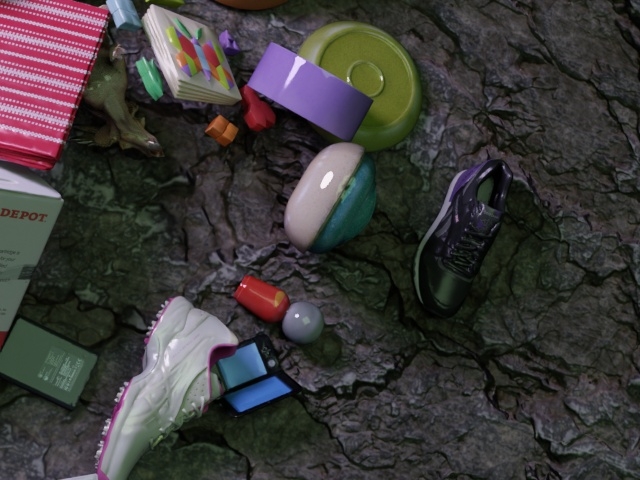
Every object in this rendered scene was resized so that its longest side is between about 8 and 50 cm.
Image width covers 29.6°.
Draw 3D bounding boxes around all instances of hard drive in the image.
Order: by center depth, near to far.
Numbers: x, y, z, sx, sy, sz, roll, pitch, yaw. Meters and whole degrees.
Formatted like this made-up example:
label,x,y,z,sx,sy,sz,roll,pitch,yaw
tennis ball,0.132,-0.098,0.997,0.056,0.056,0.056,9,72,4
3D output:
label,x,y,z,sx,sy,sz,roll,pitch,yaw
hard drive,-0.402,0.178,1.764,0.135,0.022,0.094,28,68,-12

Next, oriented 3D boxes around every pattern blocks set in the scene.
label,x,y,z,sx,sy,sz,roll,pitch,yaw
pattern blocks set,-0.192,-0.277,1.852,0.285,0.026,0.325,62,25,3

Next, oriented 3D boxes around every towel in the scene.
label,x,y,z,sx,sy,sz,roll,pitch,yaw
towel,-0.416,-0.229,1.655,0.199,0.031,0.275,13,59,-1

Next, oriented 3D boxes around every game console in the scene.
label,x,y,z,sx,sy,sz,roll,pitch,yaw
game console,-0.107,0.204,1.845,0.122,0.071,0.107,-19,84,-25

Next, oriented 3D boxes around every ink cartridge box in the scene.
label,x,y,z,sx,sy,sz,roll,pitch,yaw
ink cartridge box,-0.491,0.024,1.608,0.197,0.114,0.273,9,113,-49

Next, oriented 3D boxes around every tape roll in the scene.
label,x,y,z,sx,sy,sz,roll,pitch,yaw
tape roll,-0.016,-0.233,1.911,0.189,0.189,0.080,29,95,-12

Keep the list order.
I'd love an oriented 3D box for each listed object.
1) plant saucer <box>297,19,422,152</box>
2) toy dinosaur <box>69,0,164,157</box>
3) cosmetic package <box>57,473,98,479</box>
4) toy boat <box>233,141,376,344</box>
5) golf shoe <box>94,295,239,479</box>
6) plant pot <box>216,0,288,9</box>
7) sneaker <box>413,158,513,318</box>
label,x,y,z,sx,sy,sz,roll,pitch,yaw
plant saucer,0.072,-0.269,2.058,0.241,0.037,0.241,6,73,-20
toy dinosaur,-0.349,-0.253,1.820,0.127,0.200,0.296,-22,79,-8
cosmetic package,-0.428,0.372,1.662,0.239,0.099,0.060,-7,81,-22
toy boat,0.000,0.000,1.876,0.148,0.267,0.318,30,98,-1
golf shoe,-0.223,0.233,1.759,0.140,0.115,0.306,25,69,-1
plant pot,-0.099,-0.549,1.965,0.291,0.203,0.291,7,73,-23
sneaker,0.240,-0.012,2.006,0.107,0.124,0.283,24,69,-13
